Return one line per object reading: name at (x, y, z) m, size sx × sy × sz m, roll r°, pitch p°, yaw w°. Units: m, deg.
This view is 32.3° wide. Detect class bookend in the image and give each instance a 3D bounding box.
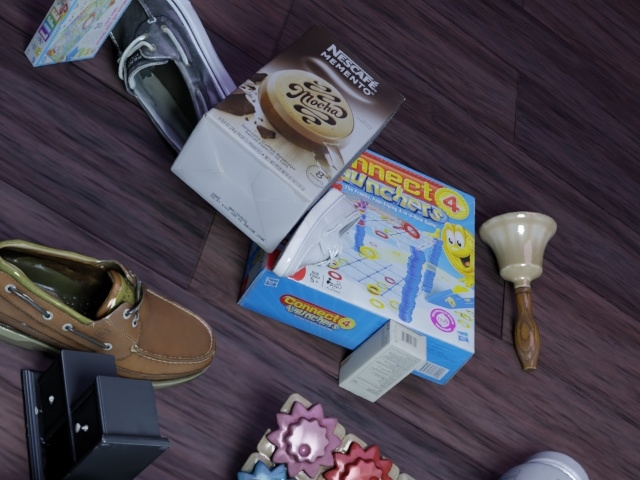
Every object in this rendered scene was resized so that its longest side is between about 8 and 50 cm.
bookend at (-0.228, 0.167, 1.101) m, size 0.072 × 0.157 × 0.156 m, roll 12°, pitch 51°, yaw -36°

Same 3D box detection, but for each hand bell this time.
hand bell at (0.319, 0.090, 1.732) m, size 0.126 × 0.126 × 0.242 m, roll 17°, pitch 59°, yaw -32°

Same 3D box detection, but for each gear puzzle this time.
gear puzzle at (0.058, 0.332, 1.231) m, size 0.339 × 0.044 × 0.175 m, roll 37°, pitch 74°, yaw -9°

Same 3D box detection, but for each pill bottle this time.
pill bottle at (0.269, 0.356, 1.395) m, size 0.131 × 0.131 × 0.229 m, roll 51°, pitch 27°, yaw 6°

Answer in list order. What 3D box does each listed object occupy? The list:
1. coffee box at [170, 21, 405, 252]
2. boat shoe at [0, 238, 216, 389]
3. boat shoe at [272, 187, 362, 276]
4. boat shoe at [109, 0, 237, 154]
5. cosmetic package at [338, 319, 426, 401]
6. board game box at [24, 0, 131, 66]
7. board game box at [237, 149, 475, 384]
coffee box at (-0.034, -0.141, 1.440) m, size 0.168 × 0.119 × 0.297 m, roll 40°, pitch 42°, yaw 0°
boat shoe at (-0.236, 0.082, 1.208) m, size 0.307 × 0.104 × 0.110 m, roll 17°, pitch 47°, yaw -32°
boat shoe at (0.000, 0.000, 1.386) m, size 0.063 × 0.066 × 0.184 m, roll 36°, pitch 32°, yaw 2°
boat shoe at (-0.215, -0.244, 1.500) m, size 0.335 × 0.121 × 0.119 m, roll 52°, pitch 34°, yaw 4°
cosmetic package at (0.079, 0.156, 1.422) m, size 0.060 × 0.115 × 0.041 m, roll 29°, pitch 41°, yaw -22°
board game box at (-0.307, -0.290, 1.431) m, size 0.103 × 0.154 × 0.026 m, roll -21°, pitch 71°, yaw -50°
board game box at (0.063, 0.010, 1.524) m, size 0.308 × 0.086 × 0.302 m, roll 22°, pitch 44°, yaw -15°
